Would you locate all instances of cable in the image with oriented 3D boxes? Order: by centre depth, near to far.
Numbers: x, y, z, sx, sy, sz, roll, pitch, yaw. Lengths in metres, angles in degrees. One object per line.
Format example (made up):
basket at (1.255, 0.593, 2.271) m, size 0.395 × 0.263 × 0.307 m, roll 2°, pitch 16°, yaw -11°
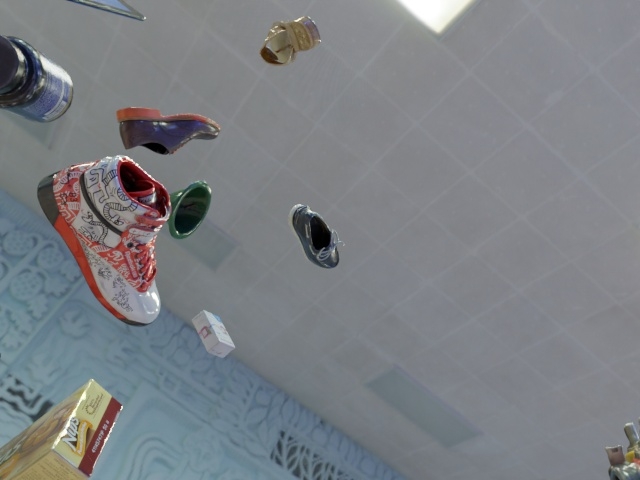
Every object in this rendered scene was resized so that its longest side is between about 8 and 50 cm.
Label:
cable at (0.368, 0.333, 0.614) m, size 0.072 × 0.288 × 0.139 m, roll -19°, pitch -20°, yaw 16°

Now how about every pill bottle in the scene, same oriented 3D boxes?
pill bottle at (-0.527, -0.282, 1.034) m, size 0.122 × 0.123 × 0.219 m, roll 31°, pitch -1°, yaw -5°

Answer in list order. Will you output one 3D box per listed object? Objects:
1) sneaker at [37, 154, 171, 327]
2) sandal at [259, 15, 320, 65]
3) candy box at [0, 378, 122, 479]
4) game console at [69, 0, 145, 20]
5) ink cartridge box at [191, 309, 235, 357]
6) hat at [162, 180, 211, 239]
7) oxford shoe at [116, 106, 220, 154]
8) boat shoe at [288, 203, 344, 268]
sneaker at (-0.263, 0.007, 0.837) m, size 0.144 × 0.090 × 0.270 m, roll -16°, pitch -61°, yaw 17°
sandal at (-0.086, -0.393, 1.197) m, size 0.088 × 0.079 × 0.240 m, roll 63°, pitch -18°, yaw -19°
candy box at (-0.510, 0.402, 1.041) m, size 0.316 × 0.183 × 0.087 m, roll -37°, pitch -72°, yaw 15°
game console at (-0.537, -0.635, 1.307) m, size 0.173 × 0.293 × 0.251 m, roll 6°, pitch -78°, yaw 18°
ink cartridge box at (-0.313, 0.275, 1.740) m, size 0.052 × 0.122 × 0.088 m, roll -38°, pitch -31°, yaw 7°
hat at (-0.447, -0.110, 1.704) m, size 0.183 × 0.209 × 0.173 m, roll 26°, pitch -20°, yaw 20°
oxford shoe at (-0.349, -0.245, 1.386) m, size 0.096 × 0.271 × 0.099 m, roll -5°, pitch -90°, yaw 44°
boat shoe at (0.000, 0.000, 1.595) m, size 0.079 × 0.095 × 0.255 m, roll 23°, pitch -28°, yaw 39°
